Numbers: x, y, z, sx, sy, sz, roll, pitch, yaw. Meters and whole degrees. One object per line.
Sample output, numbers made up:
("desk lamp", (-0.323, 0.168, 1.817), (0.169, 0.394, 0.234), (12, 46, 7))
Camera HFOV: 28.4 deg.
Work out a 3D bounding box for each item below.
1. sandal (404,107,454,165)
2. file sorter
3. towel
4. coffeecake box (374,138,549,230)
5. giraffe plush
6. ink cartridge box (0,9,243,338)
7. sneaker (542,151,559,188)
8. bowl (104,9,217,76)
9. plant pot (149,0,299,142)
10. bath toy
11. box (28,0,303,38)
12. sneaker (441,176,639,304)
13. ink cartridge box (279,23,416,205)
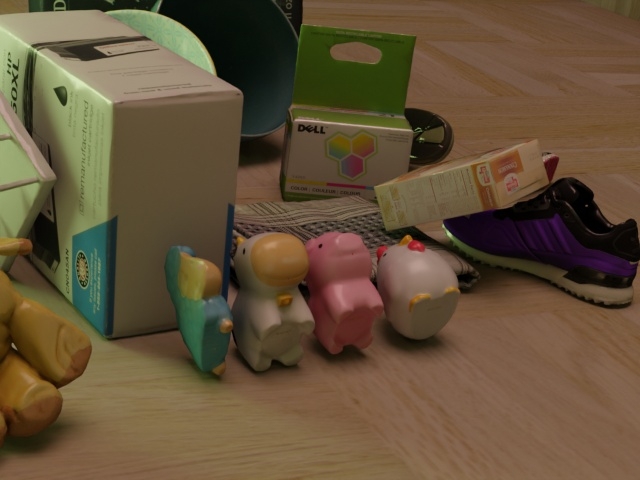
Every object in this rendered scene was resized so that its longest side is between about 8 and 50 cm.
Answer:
("sandal", (0.115, -0.189, 2.201), (0.303, 0.120, 0.086), (29, 2, 40))
("file sorter", (-0.472, -0.104, 1.468), (0.173, 0.193, 0.277), (-19, 67, -43))
("towel", (0.000, 0.000, 1.710), (0.324, 0.056, 0.312), (-5, 24, -29))
("coffeecake box", (0.192, -0.075, 1.717), (0.186, 0.068, 0.142), (-12, 7, 38))
("giraffe plush", (-0.350, 0.099, 1.218), (0.181, 0.210, 0.170), (-26, 5, -38))
("ink cartridge box", (-0.267, -0.097, 1.544), (0.166, 0.285, 0.395), (-9, 26, -32))
("sneaker", (0.336, -0.120, 2.123), (0.075, 0.063, 0.170), (29, 34, 32))
("bowl", (-0.286, -0.182, 1.900), (0.290, 0.289, 0.156), (10, -22, 7))
("plant pot", (-0.199, -0.279, 2.129), (0.290, 0.290, 0.195), (-11, -9, -40))
("bath toy", (0.001, 0.050, 1.441), (0.348, 0.151, 0.129), (-4, 39, -33))
("box", (-0.289, -0.519, 2.302), (0.472, 0.479, 0.297), (-4, 21, -15))
("sneaker", (0.312, -0.026, 1.755), (0.293, 0.146, 0.102), (20, 24, 29))
("ink cartridge box", (0.045, -0.186, 1.927), (0.189, 0.255, 0.097), (5, 21, -7))
